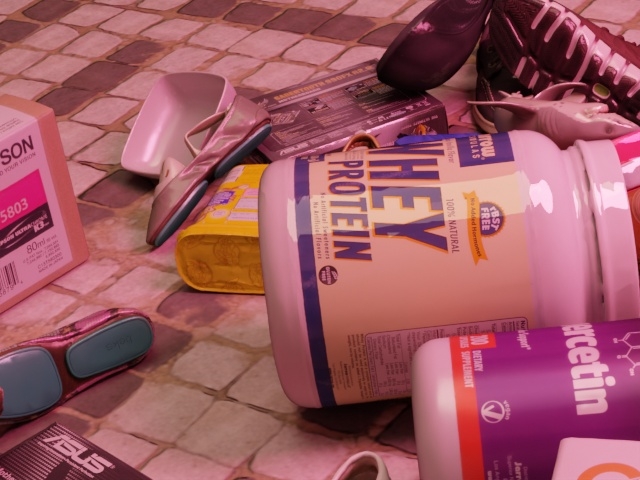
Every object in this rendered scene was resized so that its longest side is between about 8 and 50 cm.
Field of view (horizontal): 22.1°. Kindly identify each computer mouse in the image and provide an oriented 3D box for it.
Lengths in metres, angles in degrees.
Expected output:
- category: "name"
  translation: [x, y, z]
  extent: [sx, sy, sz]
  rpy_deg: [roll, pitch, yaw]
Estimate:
- category: "computer mouse"
  translation: [0.169, -0.258, 1.991]
  extent: [0.072, 0.188, 0.272]
  rpy_deg: [43, 50, 6]

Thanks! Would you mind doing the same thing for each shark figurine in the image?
- category: "shark figurine"
  translation: [0.226, -0.107, 1.769]
  extent: [0.166, 0.116, 0.278]
  rpy_deg: [0, 9, -5]

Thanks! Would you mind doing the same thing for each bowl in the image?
- category: "bowl"
  translation: [-0.163, -0.132, 1.982]
  extent: [0.142, 0.053, 0.142]
  rpy_deg: [8, 71, 44]

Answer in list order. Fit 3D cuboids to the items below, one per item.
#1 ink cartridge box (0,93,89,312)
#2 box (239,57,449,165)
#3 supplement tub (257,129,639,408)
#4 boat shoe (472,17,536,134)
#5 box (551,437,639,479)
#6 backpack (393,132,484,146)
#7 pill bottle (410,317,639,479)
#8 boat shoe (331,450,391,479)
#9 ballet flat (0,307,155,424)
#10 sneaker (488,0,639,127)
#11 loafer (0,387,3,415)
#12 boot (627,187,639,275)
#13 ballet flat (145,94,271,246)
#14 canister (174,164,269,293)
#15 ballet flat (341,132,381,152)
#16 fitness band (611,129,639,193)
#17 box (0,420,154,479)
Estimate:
- category: "ink cartridge box"
  translation: [-0.375, -0.019, 1.758]
  extent: [0.088, 0.193, 0.235]
  rpy_deg: [18, 40, 38]
- category: "box"
  translation: [0.012, -0.138, 1.997]
  extent: [0.231, 0.056, 0.183]
  rpy_deg: [-20, 31, -19]
- category: "supplement tub"
  translation: [0.116, 0.024, 1.516]
  extent: [0.325, 0.235, 0.235]
  rpy_deg: [-7, 30, 3]
- category: "boat shoe"
  translation: [0.238, -0.220, 2.041]
  extent: [0.103, 0.092, 0.285]
  rpy_deg: [-3, 31, 9]
- category: "box"
  translation: [0.240, 0.304, 1.075]
  extent: [0.215, 0.168, 0.345]
  rpy_deg: [2, 32, 18]
- category: "backpack"
  translation: [0.147, -0.060, 1.794]
  extent: [0.120, 0.098, 0.101]
  rpy_deg: [-8, 36, -24]
- category: "pill bottle"
  translation: [0.239, 0.154, 1.317]
  extent: [0.323, 0.181, 0.181]
  rpy_deg: [-7, 30, 4]
- category: "boat shoe"
  translation: [-0.012, 0.266, 1.274]
  extent: [0.098, 0.096, 0.277]
  rpy_deg: [5, 33, 21]
- category: "ballet flat"
  translation: [-0.268, 0.122, 1.623]
  extent: [0.221, 0.076, 0.079]
  rpy_deg: [-24, 15, -33]
- category: "sneaker"
  translation: [0.340, -0.210, 1.953]
  extent: [0.281, 0.106, 0.162]
  rpy_deg: [39, 35, 13]
- category: "loafer"
  translation: [-0.386, 0.134, 1.522]
  extent: [0.130, 0.133, 0.366]
  rpy_deg: [-35, 31, -21]
- category: "boot"
  translation: [0.364, 0.021, 1.602]
  extent: [0.073, 0.197, 0.152]
  rpy_deg: [-48, 7, -26]
- category: "ballet flat"
  translation: [-0.143, -0.084, 1.879]
  extent: [0.068, 0.072, 0.213]
  rpy_deg: [40, 70, 7]
- category: "canister"
  translation: [-0.072, -0.017, 1.796]
  extent: [0.126, 0.073, 0.170]
  rpy_deg: [2, 30, 17]
- category: "ballet flat"
  translation: [0.034, -0.045, 1.815]
  extent: [0.080, 0.073, 0.232]
  rpy_deg: [-4, 31, 9]
- category: "fitness band"
  translation: [0.331, -0.075, 1.700]
  extent: [0.291, 0.054, 0.209]
  rpy_deg: [-18, -7, -17]
- category: "box"
  translation: [-0.222, 0.270, 1.359]
  extent: [0.216, 0.060, 0.270]
  rpy_deg: [-31, 37, -32]
